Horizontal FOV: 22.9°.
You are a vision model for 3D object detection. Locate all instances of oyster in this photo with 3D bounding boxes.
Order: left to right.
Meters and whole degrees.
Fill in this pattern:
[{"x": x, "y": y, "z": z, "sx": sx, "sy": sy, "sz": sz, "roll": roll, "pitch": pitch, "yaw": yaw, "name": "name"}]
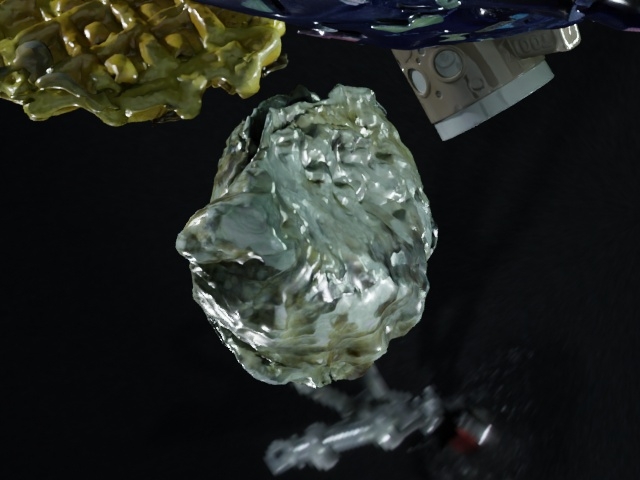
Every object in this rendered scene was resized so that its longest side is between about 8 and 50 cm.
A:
[{"x": 0.000, "y": 0.000, "z": 1.007, "sx": 0.112, "sy": 0.267, "sz": 0.198, "roll": -5, "pitch": -62, "yaw": 27, "name": "oyster"}]

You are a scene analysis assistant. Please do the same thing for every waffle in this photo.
[{"x": -0.127, "y": -0.176, "z": 1.100, "sx": 0.280, "sy": 0.060, "sz": 0.262, "roll": 7, "pitch": -131, "yaw": 19, "name": "waffle"}]

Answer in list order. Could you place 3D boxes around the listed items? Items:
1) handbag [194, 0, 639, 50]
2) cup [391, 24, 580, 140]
[{"x": 0.028, "y": -0.130, "z": 0.573, "sx": 0.162, "sy": 0.260, "sz": 0.113, "roll": 11, "pitch": -90, "yaw": 55, "name": "handbag"}, {"x": 0.078, "y": -0.117, "z": 0.859, "sx": 0.074, "sy": 0.102, "sz": 0.099, "roll": -32, "pitch": -86, "yaw": -18, "name": "cup"}]
